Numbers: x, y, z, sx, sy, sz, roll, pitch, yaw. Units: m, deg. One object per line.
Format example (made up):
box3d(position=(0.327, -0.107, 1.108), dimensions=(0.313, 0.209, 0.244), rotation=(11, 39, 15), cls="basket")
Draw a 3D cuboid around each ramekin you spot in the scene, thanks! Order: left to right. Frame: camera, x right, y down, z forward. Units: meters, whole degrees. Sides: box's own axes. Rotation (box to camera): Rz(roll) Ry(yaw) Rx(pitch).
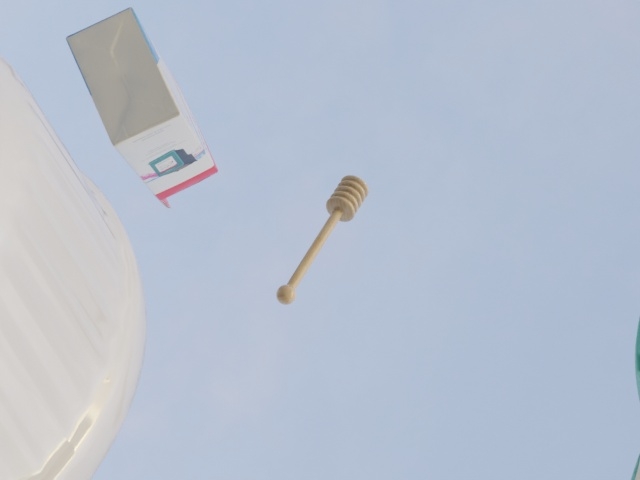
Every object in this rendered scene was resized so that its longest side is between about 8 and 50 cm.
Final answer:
box3d(position=(-0.212, 0.015, 0.544), dimensions=(0.272, 0.127, 0.273), rotation=(-4, -131, 5), cls="ramekin")

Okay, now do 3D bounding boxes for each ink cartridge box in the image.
box3d(position=(-0.180, -0.132, 1.468), dimensions=(0.078, 0.231, 0.134), rotation=(-26, -106, 0), cls="ink cartridge box")

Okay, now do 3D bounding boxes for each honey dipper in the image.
box3d(position=(0.000, 0.000, 1.271), dimensions=(0.030, 0.030, 0.161), rotation=(6, -137, 28), cls="honey dipper")

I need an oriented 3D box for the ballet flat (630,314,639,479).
box3d(position=(0.239, 0.116, 0.854), dimensions=(0.086, 0.086, 0.248), rotation=(19, -47, 28), cls="ballet flat")
